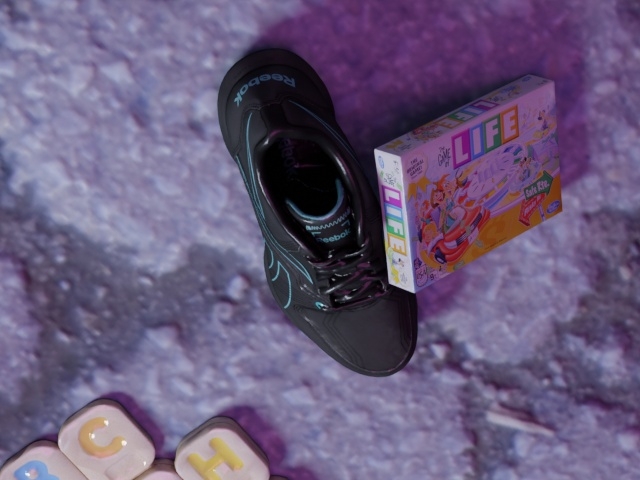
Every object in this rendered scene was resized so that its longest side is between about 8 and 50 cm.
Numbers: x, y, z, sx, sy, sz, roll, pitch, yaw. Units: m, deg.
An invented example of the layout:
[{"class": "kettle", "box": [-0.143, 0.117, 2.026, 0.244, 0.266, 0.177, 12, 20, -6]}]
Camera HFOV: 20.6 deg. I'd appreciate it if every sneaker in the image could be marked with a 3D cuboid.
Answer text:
[{"class": "sneaker", "box": [0.000, 0.000, 1.225, 0.101, 0.106, 0.267, -26, 118, 1]}]

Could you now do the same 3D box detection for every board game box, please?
[{"class": "board game box", "box": [0.106, -0.041, 1.222, 0.154, 0.026, 0.103, -27, 122, -34]}]

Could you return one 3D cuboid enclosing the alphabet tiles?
[{"class": "alphabet tiles", "box": [-0.146, 0.260, 1.367, 0.284, 0.021, 0.278, -35, 115, 7]}]
